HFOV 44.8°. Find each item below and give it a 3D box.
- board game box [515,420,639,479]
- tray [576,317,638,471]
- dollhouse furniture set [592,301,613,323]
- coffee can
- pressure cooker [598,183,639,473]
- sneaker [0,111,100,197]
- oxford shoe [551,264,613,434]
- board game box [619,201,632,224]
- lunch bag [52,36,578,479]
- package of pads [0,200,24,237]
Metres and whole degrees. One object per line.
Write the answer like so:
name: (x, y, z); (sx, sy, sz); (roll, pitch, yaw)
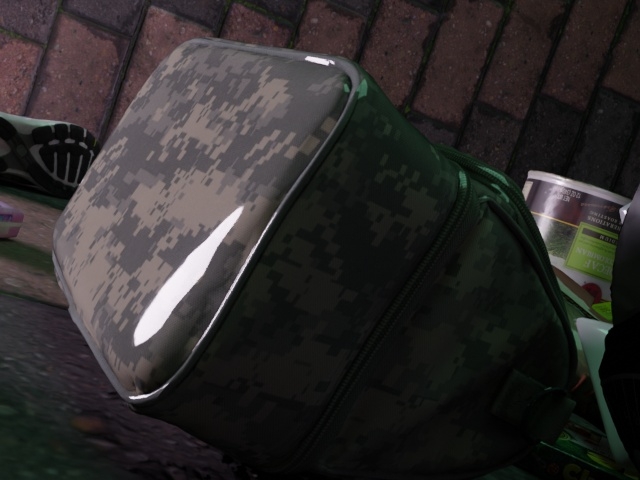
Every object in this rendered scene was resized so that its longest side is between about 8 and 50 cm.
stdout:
board game box: (0.253, 0.192, 0.607); (0.260, 0.030, 0.136); (22, 7, 23)
tray: (0.349, 0.142, 0.643); (0.271, 0.030, 0.145); (15, 42, -13)
dollhouse furniture set: (0.421, 0.211, 0.874); (0.198, 0.151, 0.301); (-5, 33, -24)
coffee can: (0.371, 0.053, 1.206); (0.202, 0.275, 0.201); (19, 4, -2)
pressure cooker: (0.340, 0.050, 0.341); (0.370, 0.375, 0.420); (14, 9, 9)
sneaker: (-0.436, -0.135, 1.085); (0.121, 0.111, 0.300); (18, 1, 32)
oxford shoe: (0.269, 0.145, 0.748); (0.130, 0.122, 0.348); (-13, 37, -39)
board game box: (0.527, 0.090, 0.997); (0.098, 0.303, 0.224); (-24, 18, -36)
lunch bag: (-0.007, 0.019, 0.519); (0.256, 0.212, 0.305); (36, -5, -32)
package of pads: (-0.314, -0.023, 0.701); (0.050, 0.031, 0.083); (18, 4, 12)
